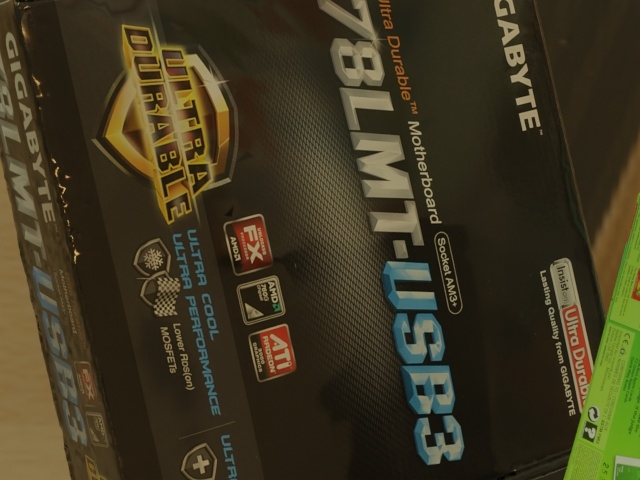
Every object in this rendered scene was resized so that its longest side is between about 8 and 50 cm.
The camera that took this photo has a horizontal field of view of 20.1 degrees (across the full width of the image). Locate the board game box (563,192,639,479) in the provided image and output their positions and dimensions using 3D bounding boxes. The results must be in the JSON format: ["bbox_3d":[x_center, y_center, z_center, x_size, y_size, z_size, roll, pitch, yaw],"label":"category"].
[{"bbox_3d":[0.169,0.078,0.834,0.092,0.043,0.181,24,103,52],"label":"board game box"}]

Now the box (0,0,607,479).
[{"bbox_3d":[0.000,0.000,0.902,0.073,0.293,0.295,-5,98,60],"label":"box"}]
